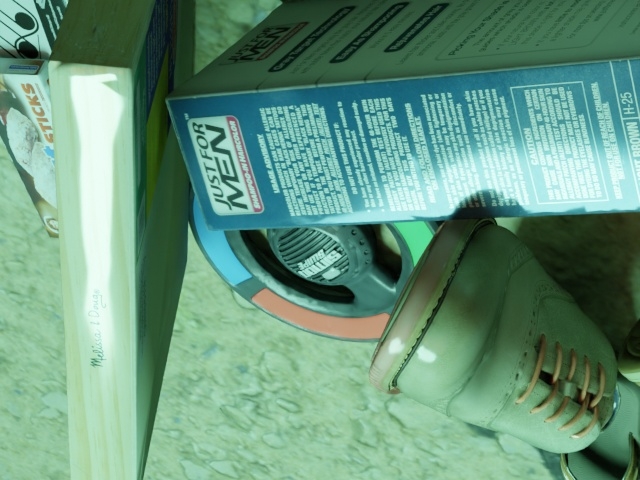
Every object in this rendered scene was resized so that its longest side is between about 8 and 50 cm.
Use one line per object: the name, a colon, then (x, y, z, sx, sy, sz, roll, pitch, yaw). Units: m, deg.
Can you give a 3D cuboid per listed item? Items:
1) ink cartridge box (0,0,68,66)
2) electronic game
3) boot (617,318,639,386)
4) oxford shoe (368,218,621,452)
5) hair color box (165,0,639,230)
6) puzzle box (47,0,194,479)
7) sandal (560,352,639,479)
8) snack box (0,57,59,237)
ink cartridge box: (-0.205, -0.134, 1.405, 0.097, 0.046, 0.207, 8, 138, 23)
electronic game: (0.000, 0.000, 1.441, 0.229, 0.048, 0.229, 15, 139, 13)
boot: (0.369, 0.099, 1.319, 0.262, 0.095, 0.203, -26, 120, 41)
oxford shoe: (0.140, 0.072, 1.253, 0.146, 0.140, 0.397, 29, -177, 17)
hair color box: (0.095, -0.094, 1.170, 0.347, 0.174, 0.105, -1, 117, 30)
puzzle box: (-0.132, -0.044, 1.257, 0.052, 0.272, 0.409, 6, 132, 2)
sandal: (0.239, 0.180, 1.500, 0.090, 0.060, 0.219, 11, 139, 18)
snack box: (-0.215, -0.070, 1.426, 0.064, 0.022, 0.178, 4, 136, 24)
